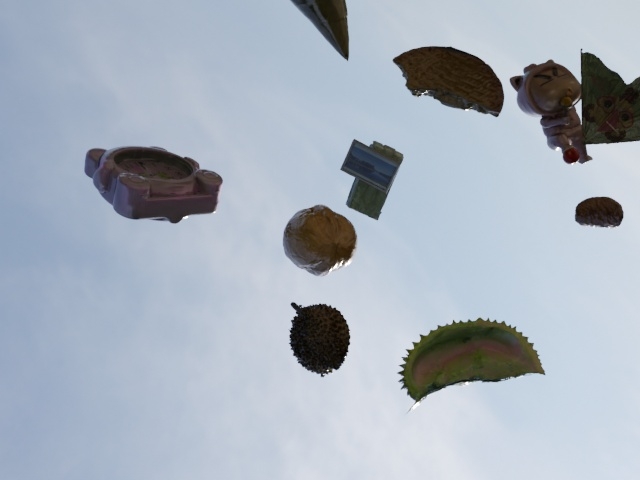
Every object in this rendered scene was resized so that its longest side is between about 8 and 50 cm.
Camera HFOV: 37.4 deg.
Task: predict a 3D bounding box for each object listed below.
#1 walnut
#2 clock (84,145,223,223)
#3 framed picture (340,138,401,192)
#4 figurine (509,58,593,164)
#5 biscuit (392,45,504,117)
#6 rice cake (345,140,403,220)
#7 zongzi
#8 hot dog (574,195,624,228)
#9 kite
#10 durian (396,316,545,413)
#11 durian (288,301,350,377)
[{"bbox_3d":[0.000,0.000,2.091,0.159,0.159,0.207,25,179,-20],"label":"walnut"},{"bbox_3d":[-0.441,-0.157,2.438,0.295,0.113,0.322,-7,-150,-38],"label":"clock"},{"bbox_3d":[0.138,-0.206,2.623,0.149,0.109,0.011,27,-142,5],"label":"framed picture"},{"bbox_3d":[0.608,-0.327,2.381,0.176,0.186,0.287,-17,-98,-20],"label":"figurine"},{"bbox_3d":[0.259,-0.308,1.860,0.176,0.031,0.228,-28,-119,-17],"label":"biscuit"},{"bbox_3d":[0.158,-0.174,2.720,0.124,0.211,0.038,23,-171,-27],"label":"rice cake"},{"bbox_3d":[-0.036,-0.648,2.507,0.289,0.154,0.317,1,-108,-45],"label":"zongzi"},{"bbox_3d":[0.489,-0.046,1.656,0.083,0.058,0.035,4,-151,20],"label":"hot dog"},{"bbox_3d":[0.692,-0.312,2.159,0.323,0.268,0.013,42,177,18],"label":"kite"},{"bbox_3d":[0.359,0.293,2.313,0.352,0.158,0.169,-12,-154,5],"label":"durian"},{"bbox_3d":[-0.021,0.205,2.049,0.091,0.148,0.188,8,-139,-51],"label":"durian"}]
